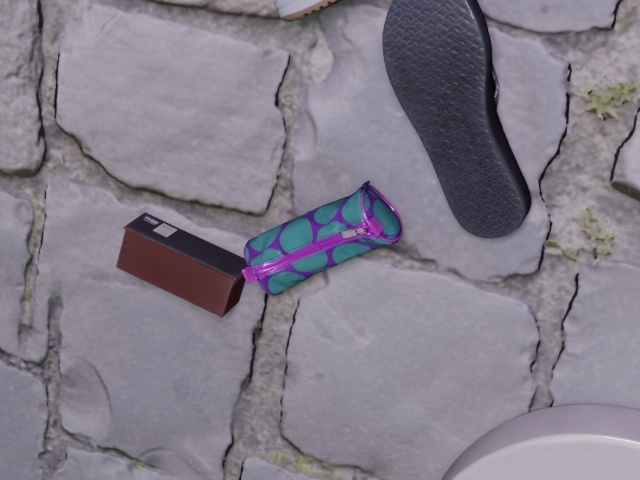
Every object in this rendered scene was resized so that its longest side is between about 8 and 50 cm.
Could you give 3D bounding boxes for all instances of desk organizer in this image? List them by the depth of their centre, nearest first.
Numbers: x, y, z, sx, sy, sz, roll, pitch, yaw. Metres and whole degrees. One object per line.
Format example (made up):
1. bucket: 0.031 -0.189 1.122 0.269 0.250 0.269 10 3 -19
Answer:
1. desk organizer: -0.142 0.025 1.188 0.130 0.047 0.050 24 117 11

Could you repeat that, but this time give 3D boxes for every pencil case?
1. pencil case: 0.000 0.000 1.113 0.152 0.070 0.064 -25 98 27

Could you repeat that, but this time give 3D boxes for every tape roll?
1. tape roll: 0.280 0.348 1.131 0.392 0.072 0.392 7 111 19

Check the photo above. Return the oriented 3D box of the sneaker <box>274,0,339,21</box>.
1. sneaker: 0.048 -0.314 0.967 0.282 0.099 0.153 -31 100 20

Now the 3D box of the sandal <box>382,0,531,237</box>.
1. sandal: 0.124 -0.124 1.041 0.097 0.054 0.254 -5 116 29
